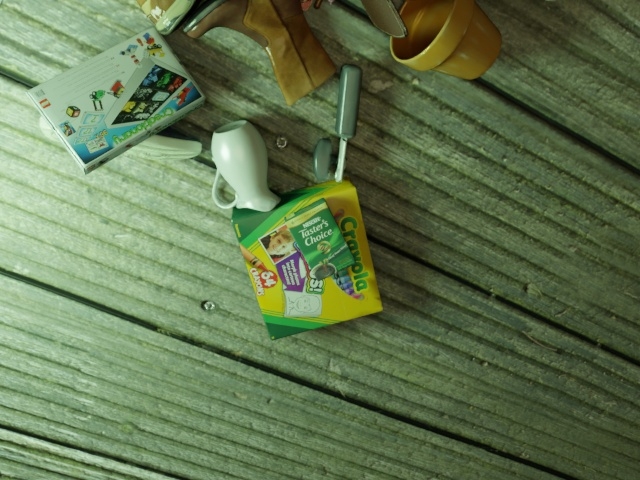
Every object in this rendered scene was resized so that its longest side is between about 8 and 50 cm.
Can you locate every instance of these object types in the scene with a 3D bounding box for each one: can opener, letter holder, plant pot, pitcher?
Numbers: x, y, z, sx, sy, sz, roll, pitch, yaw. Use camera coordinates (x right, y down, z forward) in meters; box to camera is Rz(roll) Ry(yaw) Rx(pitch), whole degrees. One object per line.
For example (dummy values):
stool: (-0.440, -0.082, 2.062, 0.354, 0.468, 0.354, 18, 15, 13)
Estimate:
can opener: (0.037, -0.276, 1.379, 0.095, 0.076, 0.284, 2, 112, -8)
letter holder: (0.154, -0.540, 1.151, 0.152, 0.302, 0.214, -30, 114, 7)
plant pot: (0.291, -0.454, 1.275, 0.187, 0.205, 0.205, 18, 111, -30)
pitcher: (-0.204, -0.171, 1.380, 0.177, 0.125, 0.207, -6, 118, 21)

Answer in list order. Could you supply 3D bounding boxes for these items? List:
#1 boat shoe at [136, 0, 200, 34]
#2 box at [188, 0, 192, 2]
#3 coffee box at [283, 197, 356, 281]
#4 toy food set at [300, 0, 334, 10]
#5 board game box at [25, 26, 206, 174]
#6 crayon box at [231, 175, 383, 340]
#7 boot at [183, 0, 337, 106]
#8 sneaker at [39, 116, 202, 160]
boat shoe: (-0.258, -0.579, 1.187, 0.324, 0.123, 0.120, -44, 108, 12)
box: (-0.342, -0.618, 1.090, 0.311, 0.121, 0.148, 43, 105, 6)
coffee box: (0.000, 0.000, 1.400, 0.113, 0.040, 0.184, -25, 113, 3)
toy food set: (-0.005, -0.554, 1.280, 0.122, 0.019, 0.078, -32, 113, 8)
board game box: (-0.424, -0.301, 1.220, 0.305, 0.053, 0.193, -37, 93, -21)
crayon box: (-0.029, 0.051, 1.498, 0.312, 0.106, 0.363, -15, 115, 0)
boot: (-0.131, -0.430, 1.284, 0.264, 0.096, 0.281, -35, 122, -9)
sneaker: (-0.437, -0.280, 1.304, 0.349, 0.131, 0.148, 9, 78, -26)
